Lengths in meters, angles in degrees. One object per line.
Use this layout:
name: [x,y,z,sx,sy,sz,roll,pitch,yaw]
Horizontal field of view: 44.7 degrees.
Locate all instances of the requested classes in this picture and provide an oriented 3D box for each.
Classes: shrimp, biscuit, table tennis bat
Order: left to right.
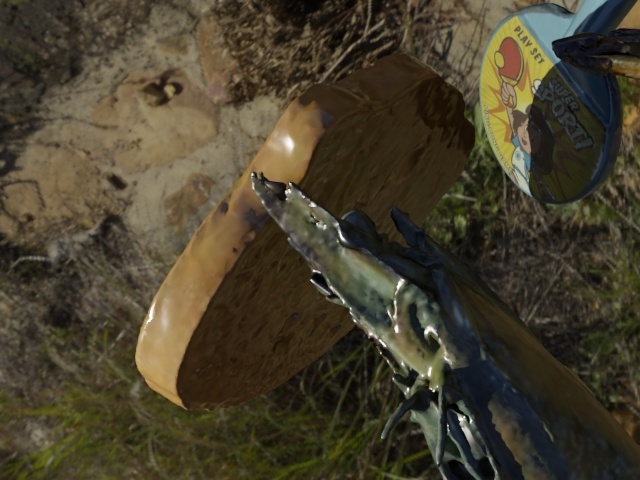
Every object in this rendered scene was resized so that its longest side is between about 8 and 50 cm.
biscuit: [-0.002,-0.001,0.716,0.062,0.385,0.365,38,105,20]
shrimp: [0.074,0.153,0.408,0.445,0.272,0.085,56,144,3]
table tennis bat: [0.254,-0.166,0.826,0.215,0.044,0.329,62,161,22]
shrimp: [0.256,-0.158,0.639,0.195,0.148,0.035,-1,113,-12]

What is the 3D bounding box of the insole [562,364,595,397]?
insole: [0.303,0.188,0.901,0.011,0.248,0.081,-45,81,14]
